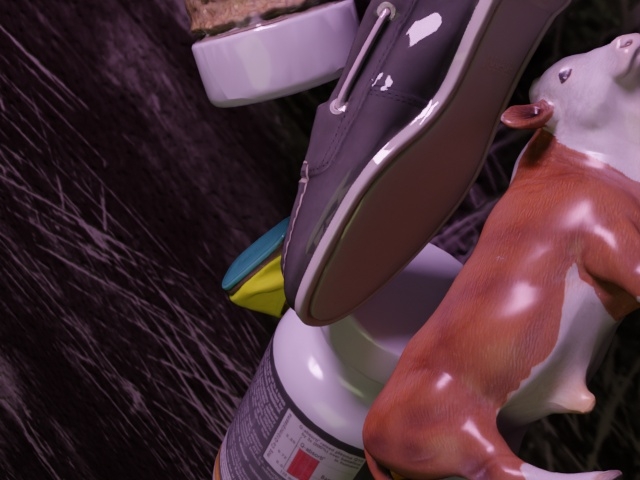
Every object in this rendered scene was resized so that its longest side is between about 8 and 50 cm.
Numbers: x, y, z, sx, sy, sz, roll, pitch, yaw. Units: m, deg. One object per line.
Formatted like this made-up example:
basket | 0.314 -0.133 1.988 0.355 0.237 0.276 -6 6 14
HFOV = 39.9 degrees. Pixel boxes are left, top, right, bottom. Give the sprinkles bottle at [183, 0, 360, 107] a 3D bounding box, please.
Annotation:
sprinkles bottle | -0.070 -0.275 0.594 0.121 0.121 0.355 -4 110 38

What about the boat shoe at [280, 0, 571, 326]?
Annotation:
boat shoe | 0.061 -0.103 0.553 0.095 0.112 0.335 41 107 34

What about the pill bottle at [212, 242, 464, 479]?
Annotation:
pill bottle | 0.022 0.136 0.713 0.162 0.162 0.278 38 131 15

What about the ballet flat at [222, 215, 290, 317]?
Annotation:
ballet flat | 0.000 0.000 0.729 0.077 0.077 0.231 35 136 -11

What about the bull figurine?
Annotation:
bull figurine | 0.143 0.038 0.513 0.188 0.101 0.310 38 101 44
